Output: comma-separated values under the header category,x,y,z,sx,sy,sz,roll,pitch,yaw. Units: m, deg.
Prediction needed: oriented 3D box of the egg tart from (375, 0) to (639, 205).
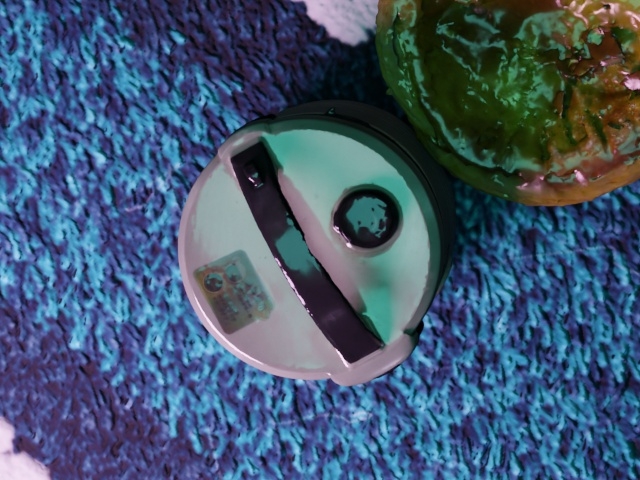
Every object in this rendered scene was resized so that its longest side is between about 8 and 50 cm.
category,x,y,z,sx,sy,sz,roll,pitch,yaw
egg tart,0.185,-0.175,1.484,0.290,0.115,0.290,2,101,11

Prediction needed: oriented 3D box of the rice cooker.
category,x,y,z,sx,sy,sz,roll,pitch,yaw
rice cooker,0.000,0.000,1.502,0.226,0.244,0.226,1,99,5
